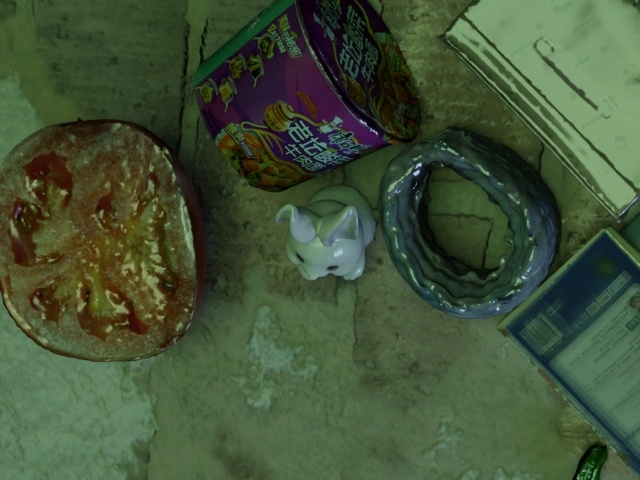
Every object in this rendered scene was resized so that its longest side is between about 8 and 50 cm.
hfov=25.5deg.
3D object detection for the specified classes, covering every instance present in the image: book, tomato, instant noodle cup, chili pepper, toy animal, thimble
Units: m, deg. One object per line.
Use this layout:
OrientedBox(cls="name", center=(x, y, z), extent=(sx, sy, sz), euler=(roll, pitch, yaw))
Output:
OrientedBox(cls="book", center=(0.391, 0.160, 1.723), extent=(0.322, 0.018, 0.228), euler=(47, 131, 6))
OrientedBox(cls="tomato", center=(-0.278, -0.006, 1.881), extent=(0.338, 0.143, 0.338), euler=(3, 98, 20))
OrientedBox(cls="instant noodle cup", center=(-0.023, -0.186, 1.748), extent=(0.190, 0.251, 0.251), euler=(-29, 87, 27))
OrientedBox(cls="chili pepper", center=(0.355, 0.351, 1.782), extent=(0.073, 0.050, 0.182), euler=(-23, 86, 24))
OrientedBox(cls="toy animal", center=(0.002, 0.000, 1.762), extent=(0.103, 0.221, 0.131), euler=(17, 99, 9))
OrientedBox(cls="thimble", center=(0.181, -0.023, 1.730), extent=(0.205, 0.172, 0.236), euler=(-21, 89, 16))

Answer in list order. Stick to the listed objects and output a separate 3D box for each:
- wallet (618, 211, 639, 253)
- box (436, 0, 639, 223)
OrientedBox(cls="wallet", center=(0.527, -0.004, 1.677), extent=(0.252, 0.083, 0.360), euler=(47, 110, 8))
OrientedBox(cls="box", center=(0.319, -0.199, 1.643), extent=(0.190, 0.225, 0.297), euler=(-44, 84, 16))
